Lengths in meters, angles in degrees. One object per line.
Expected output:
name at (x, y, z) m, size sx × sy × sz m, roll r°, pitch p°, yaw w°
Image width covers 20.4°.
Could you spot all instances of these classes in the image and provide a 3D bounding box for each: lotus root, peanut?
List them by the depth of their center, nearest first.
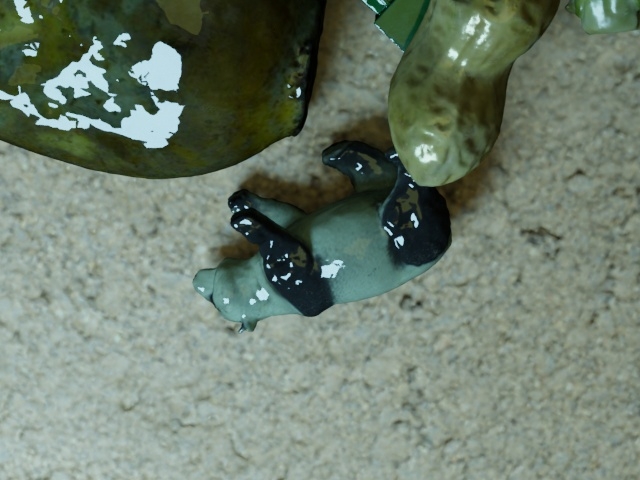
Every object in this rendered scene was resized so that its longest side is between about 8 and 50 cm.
peanut at (0.115, -0.149, 1.334) m, size 0.098 × 0.103 × 0.229 m, roll 26°, pitch 107°, yaw 16°
lotus root at (-0.125, -0.158, 1.389) m, size 0.260 × 0.149 × 0.267 m, roll 23°, pitch 104°, yaw -2°

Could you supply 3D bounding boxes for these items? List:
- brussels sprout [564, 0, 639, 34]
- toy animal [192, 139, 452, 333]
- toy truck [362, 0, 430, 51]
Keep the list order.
brussels sprout at (0.231, -0.253, 1.361) m, size 0.145 × 0.131 × 0.183 m, roll -27°, pitch 98°, yaw 13°
toy animal at (0.000, 0.000, 1.447) m, size 0.225 × 0.094 × 0.121 m, roll -23°, pitch 109°, yaw 5°
toy truck at (0.087, -0.187, 1.414) m, size 0.147 × 0.065 × 0.079 m, roll 43°, pitch 103°, yaw -8°
